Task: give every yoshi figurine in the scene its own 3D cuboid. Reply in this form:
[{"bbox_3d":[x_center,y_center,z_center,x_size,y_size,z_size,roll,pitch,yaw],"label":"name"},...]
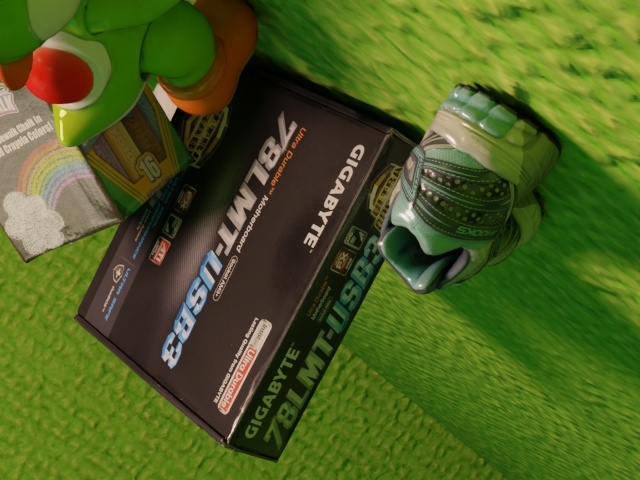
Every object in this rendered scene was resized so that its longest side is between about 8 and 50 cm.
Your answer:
[{"bbox_3d":[-0.182,-0.213,0.994,0.203,0.204,0.362,59,-165,17],"label":"yoshi figurine"}]

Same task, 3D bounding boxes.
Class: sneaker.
[{"bbox_3d":[0.089,-0.019,1.002,0.110,0.122,0.283,37,173,13],"label":"sneaker"}]

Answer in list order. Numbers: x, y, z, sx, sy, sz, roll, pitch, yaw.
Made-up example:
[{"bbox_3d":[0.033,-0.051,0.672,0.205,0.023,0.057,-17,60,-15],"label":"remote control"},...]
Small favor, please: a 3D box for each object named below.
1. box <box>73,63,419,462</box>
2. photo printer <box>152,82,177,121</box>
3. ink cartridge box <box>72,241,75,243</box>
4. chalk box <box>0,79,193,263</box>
[{"bbox_3d":[-0.070,0.002,1.222,0.073,0.295,0.293,25,-176,-39],"label":"box"},{"bbox_3d":[-0.116,0.011,1.504,0.107,0.307,0.256,-8,149,26],"label":"photo printer"},{"bbox_3d":[-0.395,-0.203,1.552,0.270,0.151,0.395,23,156,54],"label":"ink cartridge box"},{"bbox_3d":[-0.239,-0.114,1.210,0.132,0.132,0.213,-21,105,33],"label":"chalk box"}]
